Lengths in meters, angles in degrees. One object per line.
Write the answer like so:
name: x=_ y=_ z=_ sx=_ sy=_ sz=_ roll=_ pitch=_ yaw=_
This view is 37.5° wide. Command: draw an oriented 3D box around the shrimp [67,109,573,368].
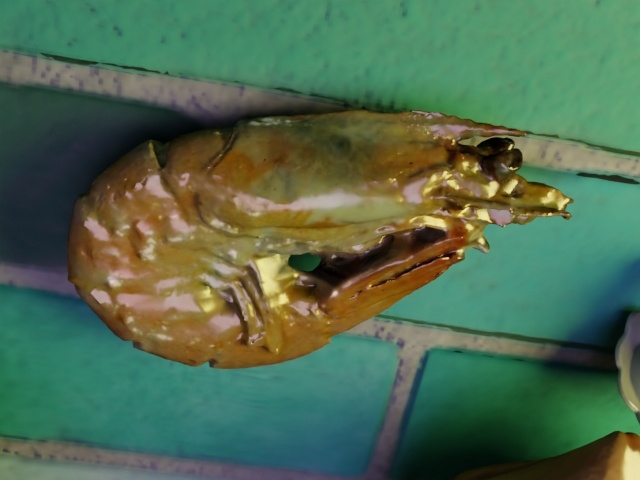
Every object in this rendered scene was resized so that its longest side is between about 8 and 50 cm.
shrimp: x=0.000 y=0.000 z=0.407 sx=0.217 sy=0.051 sz=0.115 roll=-9 pitch=123 yaw=0

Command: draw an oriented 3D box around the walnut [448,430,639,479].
walnut: x=0.120 y=0.215 z=0.444 sx=0.203 sy=0.203 sz=0.297 roll=6 pitch=113 yaw=-7

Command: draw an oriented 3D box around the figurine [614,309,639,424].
figurine: x=0.189 y=0.047 z=0.429 sx=0.082 sy=0.094 sz=0.086 roll=-17 pitch=158 yaw=-36
